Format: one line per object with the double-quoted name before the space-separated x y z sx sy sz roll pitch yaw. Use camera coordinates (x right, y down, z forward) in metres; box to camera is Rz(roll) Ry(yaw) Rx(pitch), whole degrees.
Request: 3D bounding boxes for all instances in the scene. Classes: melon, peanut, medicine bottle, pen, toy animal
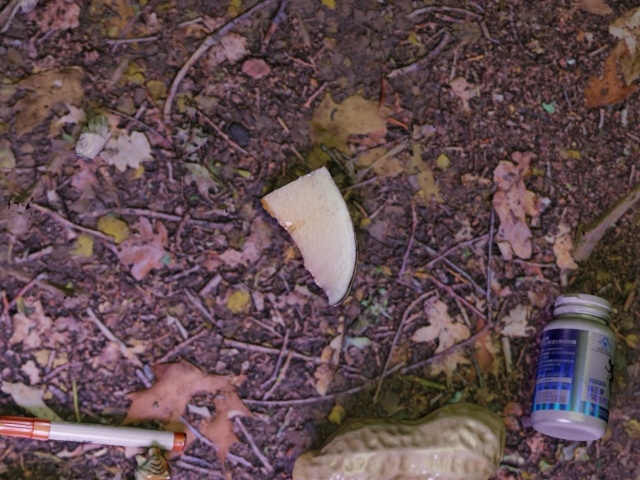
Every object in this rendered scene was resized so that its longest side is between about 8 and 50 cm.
"melon" 0.005 -0.006 1.865 0.098 0.054 0.182 -32 86 -16
"peanut" 0.107 0.293 1.778 0.298 0.120 0.136 -6 72 -16
"medicine bottle" 0.357 0.176 1.890 0.107 0.107 0.191 15 72 -12
"pen" -0.289 0.245 1.718 0.239 0.028 0.028 7 73 -15
"toy animal" -0.244 0.372 1.680 0.099 0.057 0.241 10 74 -15

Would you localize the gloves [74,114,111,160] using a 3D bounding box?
"gloves" -0.306 -0.133 1.817 0.044 0.037 0.081 33 57 -45
